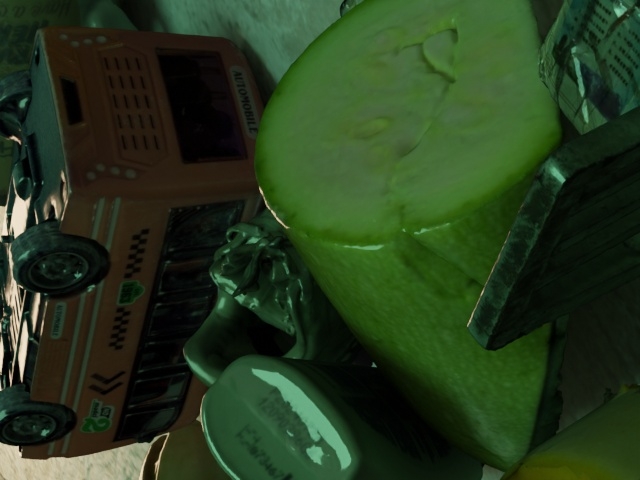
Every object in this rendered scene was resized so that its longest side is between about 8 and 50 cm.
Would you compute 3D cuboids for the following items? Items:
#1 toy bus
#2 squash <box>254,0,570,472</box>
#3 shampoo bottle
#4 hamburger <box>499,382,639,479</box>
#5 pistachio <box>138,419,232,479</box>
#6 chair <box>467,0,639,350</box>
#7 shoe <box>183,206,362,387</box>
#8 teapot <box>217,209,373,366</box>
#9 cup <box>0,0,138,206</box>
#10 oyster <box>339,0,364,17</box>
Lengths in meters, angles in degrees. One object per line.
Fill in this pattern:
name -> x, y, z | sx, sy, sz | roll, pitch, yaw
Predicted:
toy bus -> -0.183, 0.013, 1.591 | 0.427, 0.233, 0.203 | 110, 152, -50
squash -> 0.111, 0.015, 1.133 | 0.309, 0.210, 0.233 | 50, -159, -39
shampoo bottle -> 0.039, 0.141, 1.206 | 0.134, 0.078, 0.359 | 43, -172, 18
hamburger -> 0.225, 0.221, 1.030 | 0.294, 0.179, 0.276 | 44, 140, 48
pistachio -> -0.124, 0.271, 1.805 | 0.124, 0.124, 0.184 | 117, 144, -56
chair -> 0.159, -0.080, 0.848 | 0.147, 0.270, 0.136 | 55, 150, 27
shoe -> -0.002, -0.001, 1.257 | 0.109, 0.149, 0.293 | 38, 121, 25
teapot -> -0.012, 0.054, 1.416 | 0.146, 0.148, 0.116 | 25, 153, 39
cup -> -0.254, -0.176, 1.672 | 0.301, 0.227, 0.257 | 28, 134, 14
oyster -> 0.027, -0.154, 1.287 | 0.121, 0.045, 0.146 | -122, 48, -61
